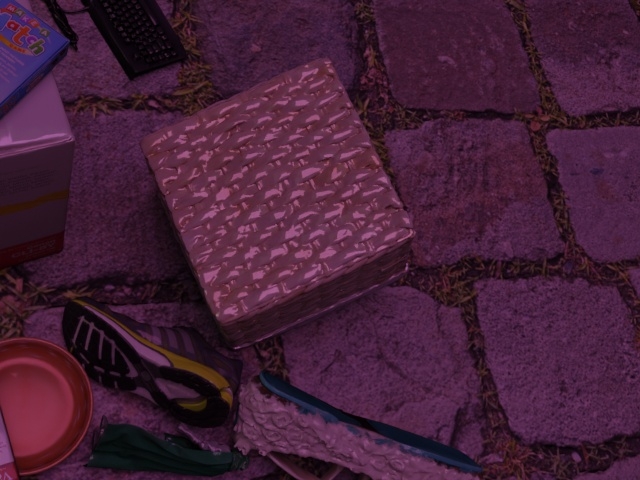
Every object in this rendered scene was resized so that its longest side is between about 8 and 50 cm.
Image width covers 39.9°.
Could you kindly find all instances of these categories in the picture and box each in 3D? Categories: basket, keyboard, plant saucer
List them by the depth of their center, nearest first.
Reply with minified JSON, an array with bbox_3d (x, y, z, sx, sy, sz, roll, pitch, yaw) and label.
[{"bbox_3d":[-0.430,0.239,1.266,0.200,0.037,0.200,7,65,-15],"label":"plant saucer"},{"bbox_3d":[-0.067,-0.048,1.338,0.331,0.266,0.328,-25,78,-4],"label":"basket"},{"bbox_3d":[-0.394,-0.423,1.563,0.201,0.033,0.317,-28,78,-26],"label":"keyboard"}]

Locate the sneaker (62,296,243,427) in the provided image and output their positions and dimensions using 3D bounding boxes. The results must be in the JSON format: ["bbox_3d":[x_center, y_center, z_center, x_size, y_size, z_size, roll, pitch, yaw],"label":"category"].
[{"bbox_3d":[-0.252,0.170,1.328,0.300,0.111,0.121,30,27,6],"label":"sneaker"}]

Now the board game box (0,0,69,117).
[{"bbox_3d":[-0.422,-0.208,1.019,0.160,0.039,0.211,37,60,-4],"label":"board game box"}]

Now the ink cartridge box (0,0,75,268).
[{"bbox_3d":[-0.463,-0.153,1.223,0.160,0.385,0.279,-16,74,-24],"label":"ink cartridge box"}]

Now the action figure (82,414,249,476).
[{"bbox_3d":[-0.212,0.305,1.280,0.232,0.137,0.063,16,51,-21],"label":"action figure"}]

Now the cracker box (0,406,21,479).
[{"bbox_3d":[-0.504,0.254,1.176,0.155,0.067,0.232,-17,74,-20],"label":"cracker box"}]

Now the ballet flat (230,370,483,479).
[{"bbox_3d":[0.047,0.327,1.352,0.409,0.147,0.147,24,62,-12],"label":"ballet flat"}]
